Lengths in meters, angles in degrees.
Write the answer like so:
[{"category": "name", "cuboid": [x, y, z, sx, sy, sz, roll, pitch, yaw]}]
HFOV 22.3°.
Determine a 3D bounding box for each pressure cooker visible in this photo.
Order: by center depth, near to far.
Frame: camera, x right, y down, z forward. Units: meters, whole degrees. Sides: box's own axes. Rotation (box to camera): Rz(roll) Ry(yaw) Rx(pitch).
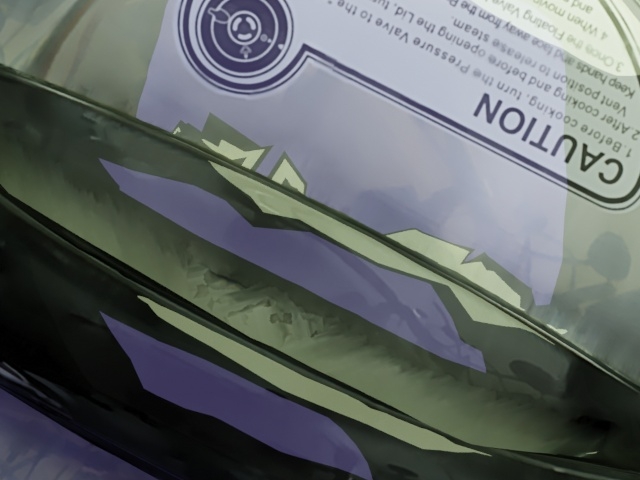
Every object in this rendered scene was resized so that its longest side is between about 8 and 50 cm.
[{"category": "pressure cooker", "cuboid": [-0.001, 0.006, 0.636, 0.370, 0.420, 0.375, -15, 100, 10]}]
